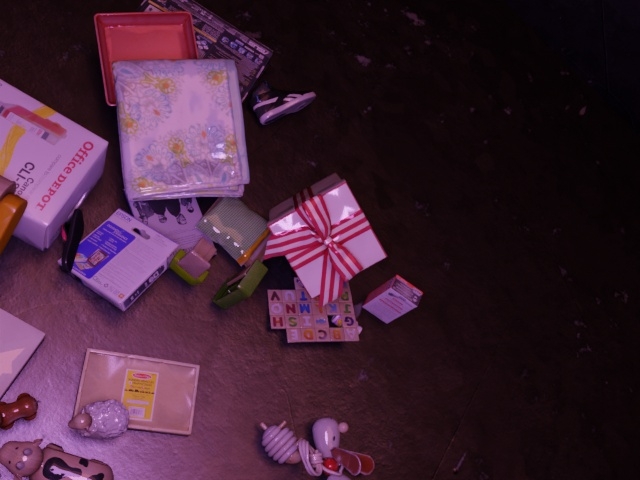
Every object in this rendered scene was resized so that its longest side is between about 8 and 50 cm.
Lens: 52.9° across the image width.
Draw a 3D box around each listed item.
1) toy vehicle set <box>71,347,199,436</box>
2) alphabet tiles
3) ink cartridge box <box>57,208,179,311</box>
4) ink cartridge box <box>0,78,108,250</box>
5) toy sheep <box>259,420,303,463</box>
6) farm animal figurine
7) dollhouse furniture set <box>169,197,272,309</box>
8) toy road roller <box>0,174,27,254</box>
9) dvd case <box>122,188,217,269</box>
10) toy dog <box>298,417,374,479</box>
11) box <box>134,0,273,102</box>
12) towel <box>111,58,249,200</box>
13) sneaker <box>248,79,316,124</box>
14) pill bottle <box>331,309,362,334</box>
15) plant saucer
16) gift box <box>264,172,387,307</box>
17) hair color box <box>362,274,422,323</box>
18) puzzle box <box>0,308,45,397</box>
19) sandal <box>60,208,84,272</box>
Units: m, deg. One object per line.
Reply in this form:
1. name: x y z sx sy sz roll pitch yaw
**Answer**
1. toy vehicle set: -0.424 0.355 1.498 0.267 0.035 0.166 14 63 -20
2. alphabet tiles: -0.023 0.185 1.746 0.237 0.009 0.198 2 55 -16
3. ink cartridge box: -0.483 0.042 1.561 0.206 0.045 0.208 29 58 18
4. ink cartridge box: -0.743 -0.200 1.520 0.385 0.160 0.279 31 59 -11
5. toy sheep: -0.097 0.490 1.565 0.132 0.091 0.091 43 56 15
6. farm animal figurine: -0.561 0.472 1.274 0.327 0.172 0.330 11 72 -21
7. dollhouse furniture set: -0.216 -0.004 1.662 0.197 0.151 0.301 42 51 -13
8. toy road roller: -0.761 -0.003 1.272 0.203 0.240 0.329 29 88 -12
9. dvd case: -0.395 -0.046 1.695 0.179 0.029 0.238 -16 77 -30
10. toy dog: 0.089 0.586 1.546 0.161 0.220 0.333 -22 83 9
11. box: -0.376 -0.537 1.887 0.395 0.097 0.318 30 58 -10
12. towel: -0.361 -0.290 1.678 0.321 0.090 0.374 -5 86 -19
13. sneaker: -0.122 -0.449 1.977 0.217 0.079 0.121 -31 85 -31
14. pill bottle: 0.074 0.230 1.787 0.083 0.043 0.043 36 57 -7
15. plant saucer: -0.462 -0.488 1.746 0.259 0.048 0.259 -8 82 -18
16. gift box: 0.000 0.000 1.672 0.276 0.258 0.255 -35 103 2
17. hair color box: 0.200 0.166 1.802 0.093 0.167 0.053 35 58 -8
18. puzzle box: -0.840 0.211 1.354 0.409 0.052 0.272 33 58 -9
19. sandal: -0.597 -0.005 1.524 0.040 0.067 0.179 0 53 0
